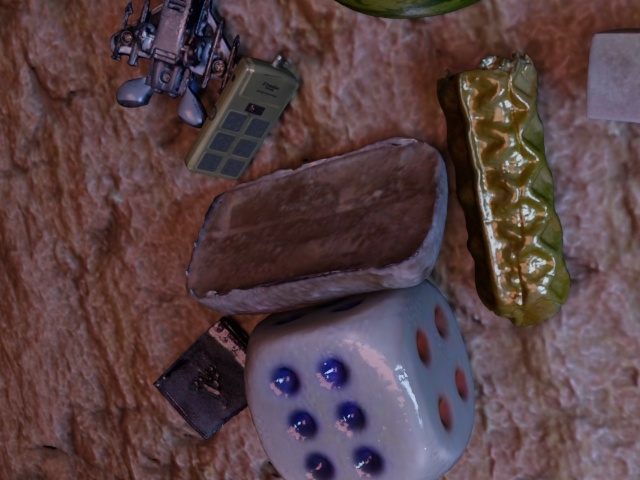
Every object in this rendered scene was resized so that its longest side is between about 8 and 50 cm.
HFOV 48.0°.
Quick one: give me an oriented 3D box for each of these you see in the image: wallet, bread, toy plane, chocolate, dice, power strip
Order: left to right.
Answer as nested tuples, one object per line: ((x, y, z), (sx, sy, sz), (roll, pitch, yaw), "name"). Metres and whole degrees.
((-0.151, -0.258, 0.802), (0.169, 0.078, 0.247), (19, 111, 9), "toy plane")
((-0.141, 0.186, 0.958), (0.111, 0.030, 0.166), (47, 120, 0), "wallet")
((-0.087, -0.139, 0.812), (0.169, 0.076, 0.028), (-54, 47, 29), "power strip")
((0.000, 0.000, 0.771), (0.303, 0.185, 0.100), (-14, 130, 31), "chocolate")
((0.046, 0.150, 0.769), (0.194, 0.192, 0.193), (-14, 100, 26), "dice")
((0.182, -0.044, 0.706), (0.098, 0.087, 0.270), (-8, 101, 26), "bread")

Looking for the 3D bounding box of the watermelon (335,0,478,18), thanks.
((0.069, -0.289, 0.663), (0.303, 0.128, 0.159), (1, 105, 25), "watermelon")

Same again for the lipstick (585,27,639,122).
((0.377, -0.109, 0.496), (0.371, 0.079, 0.076), (16, 117, 43), "lipstick")
